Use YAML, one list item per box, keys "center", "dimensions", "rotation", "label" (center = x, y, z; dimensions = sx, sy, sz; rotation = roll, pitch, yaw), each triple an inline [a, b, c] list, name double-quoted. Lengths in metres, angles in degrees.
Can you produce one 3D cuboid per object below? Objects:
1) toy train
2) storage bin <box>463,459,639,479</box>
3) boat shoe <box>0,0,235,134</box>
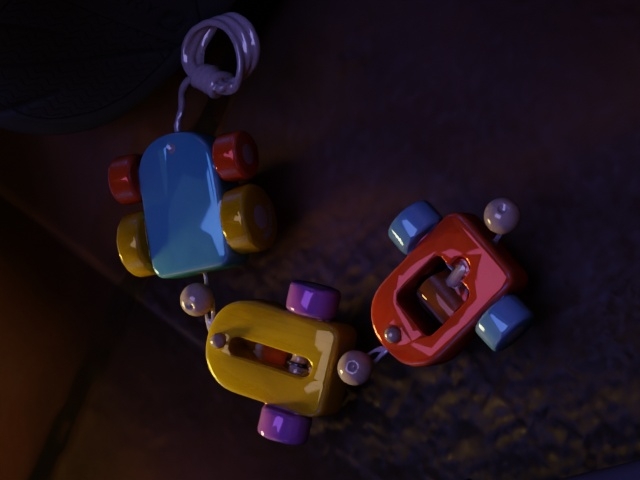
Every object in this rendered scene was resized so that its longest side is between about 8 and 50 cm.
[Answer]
- center: [0.000, 0.000, 0.656]
  dimensions: [0.166, 0.046, 0.125]
  rotation: [45, 108, 22]
  label: "toy train"
- center: [0.098, 0.130, 0.568]
  dimensions: [0.091, 0.098, 0.135]
  rotation: [-18, 76, 1]
  label: "storage bin"
- center: [-0.030, -0.165, 0.643]
  dimensions: [0.320, 0.118, 0.103]
  rotation: [-42, 46, 31]
  label: "boat shoe"
